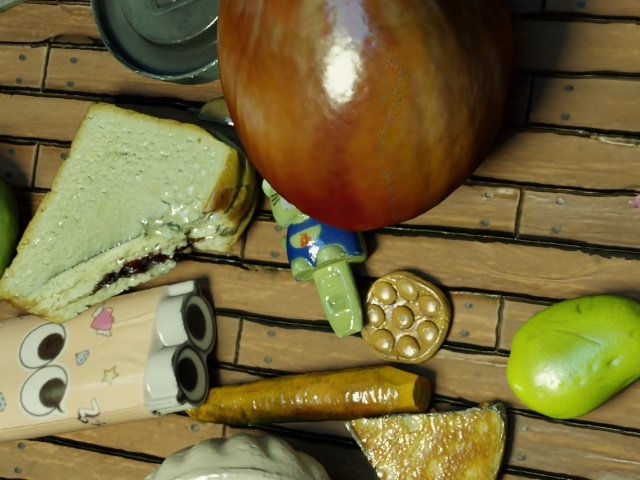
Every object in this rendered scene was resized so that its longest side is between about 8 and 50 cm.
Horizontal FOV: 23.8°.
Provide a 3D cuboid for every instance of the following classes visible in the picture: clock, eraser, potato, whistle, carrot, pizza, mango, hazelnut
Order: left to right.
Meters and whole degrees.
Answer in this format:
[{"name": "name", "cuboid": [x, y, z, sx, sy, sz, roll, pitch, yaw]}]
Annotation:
[{"name": "eraser", "cuboid": [-0.273, 0.153, 1.832, 0.291, 0.087, 0.171, -12, 54, 25]}, {"name": "clock", "cuboid": [-0.159, -0.325, 1.851, 0.281, 0.055, 0.280, -5, 80, 31]}, {"name": "potato", "cuboid": [-0.113, -0.156, 1.831, 0.093, 0.036, 0.037, 15, 94, 28]}, {"name": "carrot", "cuboid": [-0.025, 0.180, 1.739, 0.314, 0.066, 0.066, -6, 81, 29]}, {"name": "whistle", "cuboid": [0.000, 0.000, 1.730, 0.105, 0.085, 0.227, -23, 74, 27]}, {"name": "hazelnut", "cuboid": [0.042, -0.203, 1.594, 0.366, 0.366, 0.365, -3, 83, 26]}, {"name": "pizza", "cuboid": [0.104, 0.245, 1.647, 0.176, 0.036, 0.184, 16, 92, 3]}, {"name": "mango", "cuboid": [0.272, 0.116, 1.588, 0.163, 0.089, 0.117, -35, 62, 6]}]

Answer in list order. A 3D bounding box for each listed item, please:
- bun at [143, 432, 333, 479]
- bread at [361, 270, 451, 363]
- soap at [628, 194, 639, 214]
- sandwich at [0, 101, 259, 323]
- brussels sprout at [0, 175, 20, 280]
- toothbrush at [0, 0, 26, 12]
[{"name": "bun", "cuboid": [-0.088, 0.305, 1.691, 0.263, 0.263, 0.175, -34, 27, 19]}, {"name": "bread", "cuboid": [0.094, 0.087, 1.707, 0.110, 0.024, 0.110, -3, 84, 27]}, {"name": "soap", "cuboid": [0.473, 0.090, 1.464, 0.233, 0.128, 0.359, -23, 73, 23]}, {"name": "sandwich", "cuboid": [-0.223, -0.016, 1.800, 0.254, 0.099, 0.288, 21, 77, 27]}, {"name": "brussels sprout", "cuboid": [-0.513, 0.003, 1.926, 0.271, 0.210, 0.219, -1, 79, 42]}, {"name": "toothbrush", "cuboid": [-0.337, -0.331, 1.925, 0.297, 0.031, 0.030, -11, 77, 43]}]
